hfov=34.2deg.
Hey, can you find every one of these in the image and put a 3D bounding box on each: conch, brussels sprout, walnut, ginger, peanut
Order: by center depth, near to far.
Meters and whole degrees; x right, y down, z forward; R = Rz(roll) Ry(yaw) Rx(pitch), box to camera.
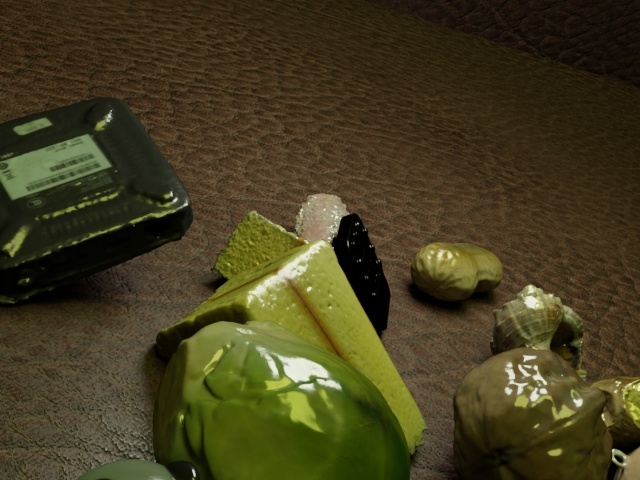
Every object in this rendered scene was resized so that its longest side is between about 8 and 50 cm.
[{"bbox_3d":[-0.049,0.260,1.282,0.344,0.268,0.344,31,12,-7],"label":"brussels sprout"},{"bbox_3d":[0.317,0.288,1.556,0.273,0.227,0.273,21,23,-10],"label":"walnut"},{"bbox_3d":[0.508,0.303,1.766,0.219,0.270,0.123,-15,67,2],"label":"ginger"},{"bbox_3d":[0.393,0.198,1.851,0.178,0.163,0.245,4,62,-6],"label":"conch"},{"bbox_3d":[0.272,0.062,2.029,0.236,0.110,0.120,5,12,-44],"label":"peanut"}]

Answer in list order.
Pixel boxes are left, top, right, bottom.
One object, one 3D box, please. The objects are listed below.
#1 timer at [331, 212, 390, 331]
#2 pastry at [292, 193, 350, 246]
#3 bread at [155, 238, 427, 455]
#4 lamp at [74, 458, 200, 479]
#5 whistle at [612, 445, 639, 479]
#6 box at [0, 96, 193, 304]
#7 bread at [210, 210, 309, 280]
[{"bbox_3d":[0.071,0.056,1.833,0.055,0.187,0.144,-16,25,17],"label":"timer"},{"bbox_3d":[0.001,-0.013,1.934,0.103,0.112,0.265,6,24,8],"label":"pastry"},{"bbox_3d":[-0.030,0.215,1.571,0.361,0.245,0.233,58,40,-6],"label":"bread"},{"bbox_3d":[-0.214,0.349,1.096,0.198,0.197,0.244,21,45,-8],"label":"lamp"},{"bbox_3d":[0.598,0.428,1.618,0.348,0.189,0.189,37,29,0],"label":"whistle"},{"bbox_3d":[-0.416,-0.082,1.632,0.359,0.091,0.350,-22,51,-23],"label":"box"},{"bbox_3d":[-0.083,0.037,1.754,0.147,0.152,0.127,35,20,17],"label":"bread"}]
